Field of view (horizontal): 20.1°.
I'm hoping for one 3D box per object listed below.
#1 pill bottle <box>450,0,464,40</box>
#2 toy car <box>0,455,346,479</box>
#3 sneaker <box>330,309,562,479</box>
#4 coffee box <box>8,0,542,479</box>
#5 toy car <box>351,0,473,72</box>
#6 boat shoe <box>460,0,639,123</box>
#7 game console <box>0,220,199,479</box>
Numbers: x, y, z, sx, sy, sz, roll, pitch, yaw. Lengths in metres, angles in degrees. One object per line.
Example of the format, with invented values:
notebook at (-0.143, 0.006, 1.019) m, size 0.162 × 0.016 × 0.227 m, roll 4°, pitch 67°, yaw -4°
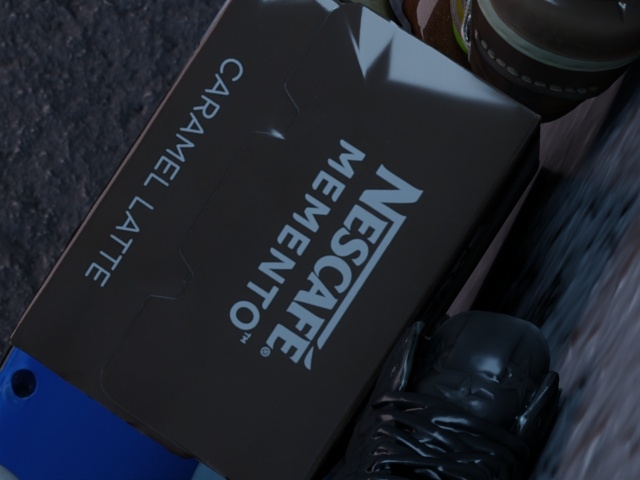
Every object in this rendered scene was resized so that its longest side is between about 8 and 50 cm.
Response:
pill bottle at (0.090, -0.107, 0.789) m, size 0.065 × 0.065 × 0.116 m, roll -63°, pitch 2°, yaw 3°
toy car at (-0.131, 0.152, 0.671) m, size 0.219 × 0.238 × 0.210 m, roll -63°, pitch 2°, yaw 14°
sneaker at (0.028, 0.053, 0.455) m, size 0.170 × 0.051 × 0.089 m, roll 70°, pitch -136°, yaw -79°
coffee box at (0.000, 0.000, 0.629) m, size 0.141 × 0.098 × 0.246 m, roll -58°, pitch -6°, yaw 4°
toy car at (0.024, -0.132, 1.068) m, size 0.149 × 0.188 × 0.155 m, roll -63°, pitch 2°, yaw 11°
boat shoe at (0.105, -0.154, 0.668) m, size 0.095 × 0.095 × 0.257 m, roll 106°, pitch -172°, yaw -60°
game console at (-0.115, 0.177, 0.898) m, size 0.293 × 0.173 × 0.250 m, roll -64°, pitch 3°, yaw -29°
